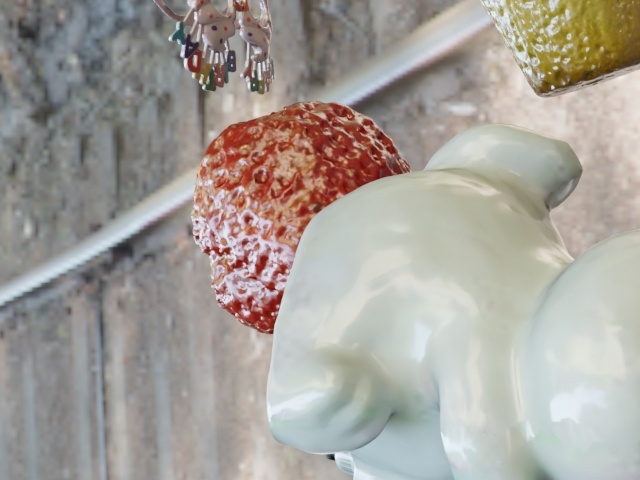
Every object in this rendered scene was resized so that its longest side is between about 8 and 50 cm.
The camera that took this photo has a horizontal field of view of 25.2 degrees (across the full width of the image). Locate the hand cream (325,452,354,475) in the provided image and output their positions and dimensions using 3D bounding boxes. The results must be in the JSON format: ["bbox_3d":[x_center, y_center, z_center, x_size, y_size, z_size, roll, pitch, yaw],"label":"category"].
[{"bbox_3d":[0.098,0.262,1.626,0.234,0.050,0.080,14,106,44],"label":"hand cream"}]

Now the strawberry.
[{"bbox_3d":[0.000,0.000,1.462,0.277,0.257,0.257,-114,32,-51],"label":"strawberry"}]

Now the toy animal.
[{"bbox_3d":[0.166,0.047,0.712,0.367,0.196,0.241,4,60,33],"label":"toy animal"}]

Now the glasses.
[{"bbox_3d":[-0.139,-0.268,1.884,0.095,0.255,0.162,-11,84,29],"label":"glasses"}]

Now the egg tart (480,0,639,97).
[{"bbox_3d":[0.267,-0.234,1.483,0.202,0.202,0.147,-16,90,65],"label":"egg tart"}]
